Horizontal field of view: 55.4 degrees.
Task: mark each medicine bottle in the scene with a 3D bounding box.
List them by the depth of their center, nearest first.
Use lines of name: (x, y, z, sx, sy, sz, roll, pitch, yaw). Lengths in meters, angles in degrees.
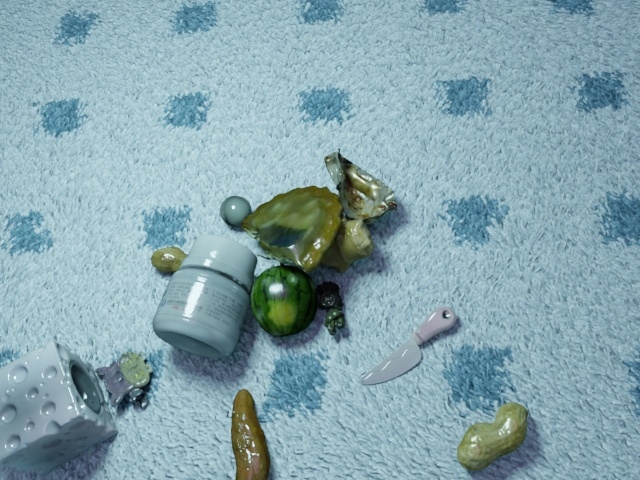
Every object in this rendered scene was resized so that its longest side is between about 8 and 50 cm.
medicine bottle: (-0.322, 0.161, 1.766, 0.245, 0.245, 0.306, 12, 63, 13)

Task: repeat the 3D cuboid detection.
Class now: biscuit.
biscuit: (-0.099, -0.040, 1.808, 0.335, 0.078, 0.329, -5, 47, 24)

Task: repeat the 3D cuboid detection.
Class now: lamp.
lamp: (-0.274, -0.094, 1.976, 0.105, 0.105, 0.105, -3, 62, 5)

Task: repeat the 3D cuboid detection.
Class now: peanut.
peanut: (0.450, 0.507, 1.574, 0.229, 0.098, 0.103, -29, 89, -11)
peanut: (-0.441, 0.067, 1.926, 0.193, 0.089, 0.089, 13, 64, 9)

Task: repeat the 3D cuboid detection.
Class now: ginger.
ginger: (0.000, 0.000, 1.870, 0.354, 0.190, 0.126, 12, 37, 24)

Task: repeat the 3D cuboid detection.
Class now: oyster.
oyster: (0.098, -0.175, 1.945, 0.198, 0.133, 0.337, -3, 49, -34)

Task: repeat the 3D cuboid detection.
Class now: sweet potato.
sweet potato: (-0.185, 0.561, 1.620, 0.095, 0.106, 0.354, 8, 58, -27)

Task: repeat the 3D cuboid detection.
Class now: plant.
plant: (0.034, 0.198, 1.803, 0.085, 0.087, 0.174, -31, 53, 24)

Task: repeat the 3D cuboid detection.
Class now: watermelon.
watermelon: (-0.091, 0.162, 1.769, 0.204, 0.127, 0.232, 16, 69, -26)

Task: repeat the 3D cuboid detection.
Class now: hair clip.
hair clip: (-0.557, 0.404, 1.774, 0.146, 0.056, 0.187, -32, 60, -18)

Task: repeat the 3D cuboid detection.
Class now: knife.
knife: (0.258, 0.313, 1.742, 0.336, 0.043, 0.081, -40, 71, -7)

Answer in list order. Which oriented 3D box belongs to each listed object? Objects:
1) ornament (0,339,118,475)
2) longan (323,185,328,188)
ornament: (-0.742, 0.458, 1.660, 0.240, 0.240, 0.239, -29, 62, -7)
longan: (0.007, -0.114, 1.951, 0.106, 0.106, 0.119, 2, 81, 8)
